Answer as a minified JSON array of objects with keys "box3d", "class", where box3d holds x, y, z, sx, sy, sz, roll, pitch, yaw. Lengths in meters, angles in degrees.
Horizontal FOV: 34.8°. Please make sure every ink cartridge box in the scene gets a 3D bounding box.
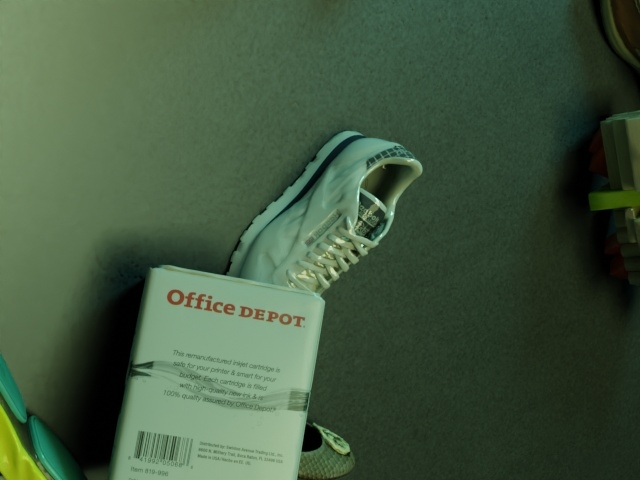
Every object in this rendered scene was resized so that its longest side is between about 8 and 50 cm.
[{"box3d":[-0.090,0.136,0.861,0.153,0.087,0.209,12,82,-12],"class":"ink cartridge box"}]

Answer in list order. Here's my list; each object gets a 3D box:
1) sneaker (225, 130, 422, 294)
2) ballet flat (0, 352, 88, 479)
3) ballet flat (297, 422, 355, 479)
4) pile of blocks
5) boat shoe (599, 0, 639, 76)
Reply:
[{"box3d":[0.000,0.000,0.952,0.090,0.094,0.235,41,79,-42],"class":"sneaker"},{"box3d":[-0.257,0.160,0.818,0.077,0.077,0.231,-27,120,-6],"class":"ballet flat"},{"box3d":[-0.059,0.184,0.978,0.249,0.084,0.058,18,94,-36],"class":"ballet flat"},{"box3d":[0.390,0.001,1.251,0.149,0.112,0.362,-55,128,-43],"class":"pile of blocks"},{"box3d":[0.440,-0.232,1.217,0.123,0.120,0.324,-53,130,-13],"class":"boat shoe"}]
